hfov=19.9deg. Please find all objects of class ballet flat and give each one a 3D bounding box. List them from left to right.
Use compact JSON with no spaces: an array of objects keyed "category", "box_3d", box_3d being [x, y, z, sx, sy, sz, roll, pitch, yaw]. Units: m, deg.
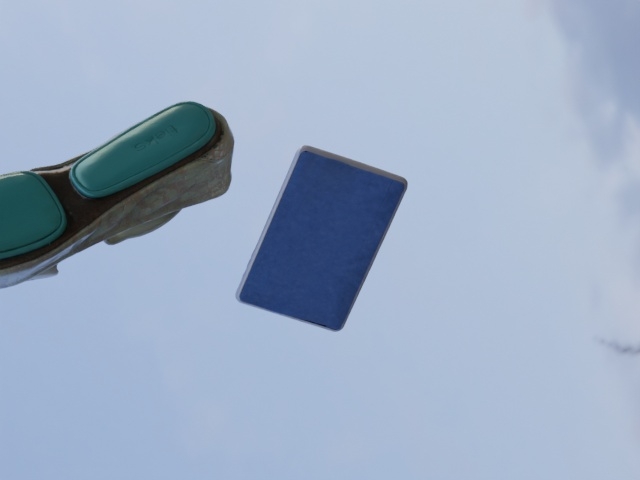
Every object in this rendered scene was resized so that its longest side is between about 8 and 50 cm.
[{"category":"ballet flat","box_3d":[-0.113,-0.009,0.831,0.052,0.168,0.057,82,161,-49]}]

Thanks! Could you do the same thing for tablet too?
[{"category":"tablet","box_3d":[0.000,0.000,0.827,0.054,0.083,0.006,18,-157,-15]}]
